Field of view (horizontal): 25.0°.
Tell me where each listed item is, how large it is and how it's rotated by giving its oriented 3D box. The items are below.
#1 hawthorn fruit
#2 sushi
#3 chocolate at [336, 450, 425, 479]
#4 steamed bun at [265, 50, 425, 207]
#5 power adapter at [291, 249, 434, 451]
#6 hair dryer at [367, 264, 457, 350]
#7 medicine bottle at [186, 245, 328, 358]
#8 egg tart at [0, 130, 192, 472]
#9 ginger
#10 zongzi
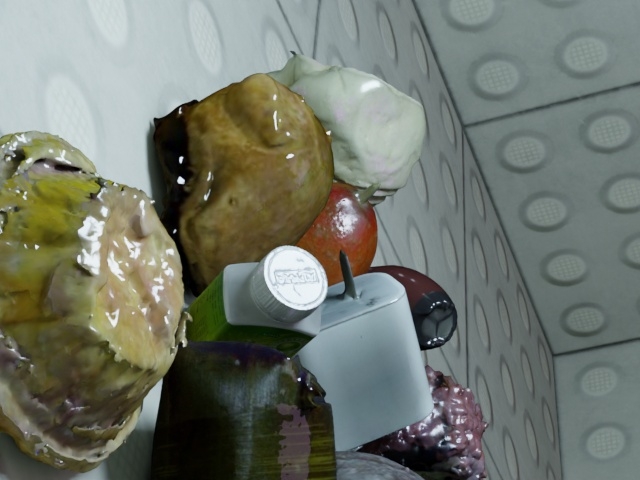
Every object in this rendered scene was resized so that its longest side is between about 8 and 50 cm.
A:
[{"bbox_3d":[0.000,0.000,2.050,0.199,0.251,0.199,31,31,-21],"label":"hawthorn fruit"},{"bbox_3d":[0.119,0.316,2.144,0.171,0.270,0.236,-89,172,-45],"label":"sushi"},{"bbox_3d":[0.031,0.386,1.859,0.213,0.303,0.303,47,-14,53],"label":"chocolate"},{"bbox_3d":[0.015,-0.148,2.197,0.320,0.275,0.206,39,69,-84],"label":"steamed bun"},{"bbox_3d":[0.033,0.138,1.948,0.124,0.187,0.255,-143,-146,-65],"label":"power adapter"},{"bbox_3d":[0.002,0.140,2.132,0.340,0.312,0.123,-33,120,-34],"label":"hair dryer"},{"bbox_3d":[-0.072,0.086,1.777,0.132,0.188,0.088,11,58,-25],"label":"medicine bottle"},{"bbox_3d":[-0.232,0.050,1.423,0.352,0.150,0.352,-14,90,-70],"label":"egg tart"},{"bbox_3d":[-0.087,-0.074,1.867,0.200,0.223,0.269,46,32,-66],"label":"ginger"},{"bbox_3d":[-0.093,0.337,1.667,0.432,0.207,0.403,108,-17,-77],"label":"zongzi"}]
